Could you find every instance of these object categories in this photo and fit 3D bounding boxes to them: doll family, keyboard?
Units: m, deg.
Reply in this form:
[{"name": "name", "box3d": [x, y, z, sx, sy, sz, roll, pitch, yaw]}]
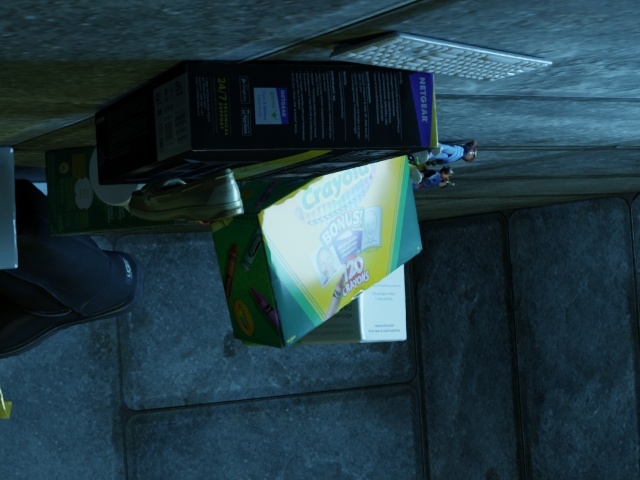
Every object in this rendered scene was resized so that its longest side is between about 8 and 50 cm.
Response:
[{"name": "doll family", "box3d": [0.147, -0.102, 2.116, 0.193, 0.076, 0.111, -9, 170, 40]}, {"name": "keyboard", "box3d": [0.111, -0.159, 1.279, 0.072, 0.014, 0.256, -5, 178, 38]}]

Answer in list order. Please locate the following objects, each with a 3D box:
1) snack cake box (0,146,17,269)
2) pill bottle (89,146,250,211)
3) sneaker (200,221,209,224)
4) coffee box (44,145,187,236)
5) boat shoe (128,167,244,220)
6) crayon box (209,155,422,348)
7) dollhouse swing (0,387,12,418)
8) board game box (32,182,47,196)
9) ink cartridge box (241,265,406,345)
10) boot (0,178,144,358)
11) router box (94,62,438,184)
[{"name": "snack cake box", "box3d": [-0.477, -0.031, 1.860, 0.089, 0.152, 0.264, -2, 177, -33]}, {"name": "pill bottle", "box3d": [-0.173, -0.078, 1.687, 0.108, 0.108, 0.193, -5, 178, 34]}, {"name": "sneaker", "box3d": [-0.218, -0.061, 2.645, 0.064, 0.067, 0.175, -5, 179, 0]}, {"name": "coffee box", "box3d": [-0.259, -0.066, 1.845, 0.184, 0.113, 0.040, -6, 176, 20]}, {"name": "boat shoe", "box3d": [-0.134, -0.046, 1.415, 0.056, 0.048, 0.153, -16, -167, -38]}, {"name": "crayon box", "box3d": [-0.001, -0.012, 1.685, 0.081, 0.165, 0.278, 7, -152, 39]}, {"name": "dollhouse swing", "box3d": [-0.619, 0.093, 2.192, 0.315, 0.305, 0.347, 11, 172, -22]}, {"name": "board game box", "box3d": [-0.442, -0.054, 2.448, 0.318, 0.066, 0.318, -2, 177, -21]}, {"name": "ink cartridge box", "box3d": [0.000, 0.000, 1.915, 0.198, 0.273, 0.114, -6, 175, 36]}, {"name": "boot", "box3d": [-0.516, 0.052, 2.254, 0.367, 0.146, 0.445, -21, 163, 10]}, {"name": "router box", "box3d": [-0.063, -0.109, 1.418, 0.242, 0.081, 0.309, -2, 177, -24]}]
